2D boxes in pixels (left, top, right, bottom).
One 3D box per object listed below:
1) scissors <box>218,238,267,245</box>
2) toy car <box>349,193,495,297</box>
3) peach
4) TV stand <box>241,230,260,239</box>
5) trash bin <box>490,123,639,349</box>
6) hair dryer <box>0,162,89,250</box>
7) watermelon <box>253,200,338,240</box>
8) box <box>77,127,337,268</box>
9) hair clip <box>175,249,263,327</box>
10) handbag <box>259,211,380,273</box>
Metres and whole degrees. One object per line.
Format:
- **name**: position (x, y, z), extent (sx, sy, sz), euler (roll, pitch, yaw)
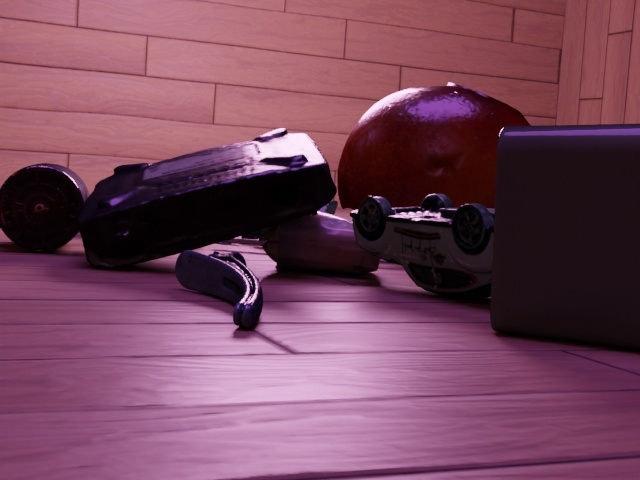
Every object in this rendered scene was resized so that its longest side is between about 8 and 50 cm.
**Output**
- **scissors**: position (-0.006, 0.014, 1.635), extent (0.360, 0.029, 0.191), euler (2, 0, 5)
- **toy car**: position (0.166, 0.006, 1.220), extent (0.136, 0.125, 0.306), euler (-4, 6, -39)
- **peach**: position (0.244, -0.142, 1.875), extent (0.406, 0.310, 0.335), euler (15, 11, -2)
- **TV stand**: position (-0.052, -0.020, 1.909), extent (0.040, 0.049, 0.256), euler (9, 6, 38)
- **trash bin**: position (0.345, -0.002, 0.924), extent (0.343, 0.223, 0.158), euler (3, 4, 22)
- **hair dryer**: position (-0.532, -0.043, 1.456), extent (0.362, 0.128, 0.203), euler (-5, 6, -11)
- **watermelon**: position (-0.039, -0.009, 1.748), extent (0.155, 0.080, 0.101), euler (-1, 48, -20)
- **box**: position (-0.168, -0.074, 1.402), extent (0.359, 0.091, 0.350), euler (-14, 17, -5)
- **hair clip**: position (-0.087, 0.046, 0.992), extent (0.083, 0.048, 0.275), euler (7, 4, -17)
- **handbag**: position (0.000, 0.000, 1.388), extent (0.173, 0.095, 0.117), euler (7, -1, -3)
